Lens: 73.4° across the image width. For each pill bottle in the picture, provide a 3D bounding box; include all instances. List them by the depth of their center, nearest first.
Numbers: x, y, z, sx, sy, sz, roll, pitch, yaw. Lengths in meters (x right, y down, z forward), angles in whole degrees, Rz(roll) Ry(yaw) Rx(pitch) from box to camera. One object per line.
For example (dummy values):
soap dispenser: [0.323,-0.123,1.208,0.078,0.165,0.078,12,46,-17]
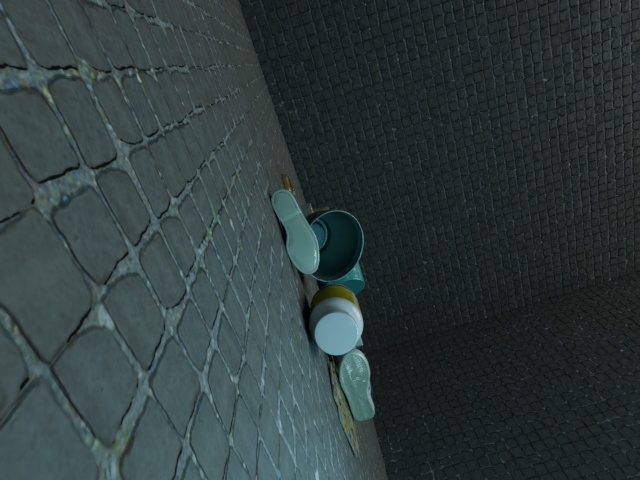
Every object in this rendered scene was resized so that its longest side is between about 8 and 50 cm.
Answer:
pill bottle: [0.052,0.276,1.519,0.334,0.187,0.188,-81,153,-84]

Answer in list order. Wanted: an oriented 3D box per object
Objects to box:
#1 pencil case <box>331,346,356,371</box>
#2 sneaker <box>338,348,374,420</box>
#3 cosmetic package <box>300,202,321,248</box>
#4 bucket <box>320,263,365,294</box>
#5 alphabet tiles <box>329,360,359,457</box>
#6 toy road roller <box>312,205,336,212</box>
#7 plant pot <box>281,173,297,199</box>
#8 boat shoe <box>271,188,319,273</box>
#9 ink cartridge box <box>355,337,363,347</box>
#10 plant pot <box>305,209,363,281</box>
pencil case: [0.090,0.455,1.926,0.273,0.113,0.124,-104,-144,-55]
sneaker: [0.146,0.575,1.795,0.148,0.131,0.351,-92,174,-67]
cosmetic package: [-0.065,-0.048,2.014,0.085,0.117,0.231,-103,176,-67]
bucket: [0.115,0.211,2.480,0.281,0.280,0.183,69,2,-57]
alphabet tiles: [0.094,0.655,1.688,0.285,0.011,0.343,-99,170,-61]
toy road roller: [0.000,0.000,2.293,0.240,0.202,0.330,131,-53,-79]
plant pot: [-0.157,-0.248,2.312,0.236,0.032,0.237,-18,90,-88]
boat shoe: [-0.082,-0.035,1.559,0.099,0.116,0.320,-47,115,-83]
ink cartridge box: [0.133,0.488,2.313,0.275,0.060,0.239,113,-34,-60]
plant pot: [0.005,0.002,1.781,0.196,0.292,0.293,25,-41,57]
